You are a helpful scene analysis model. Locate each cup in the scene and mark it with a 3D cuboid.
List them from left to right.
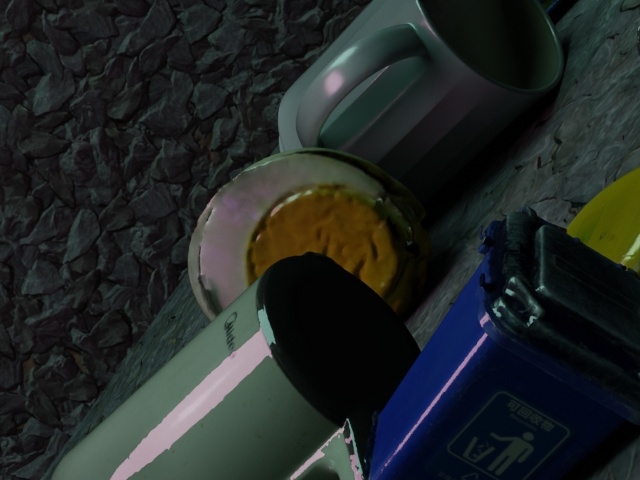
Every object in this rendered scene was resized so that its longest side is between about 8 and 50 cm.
[{"bbox_3d":[0.087,-0.174,1.858,0.323,0.237,0.327,-15,-20,-47],"label":"cup"}]

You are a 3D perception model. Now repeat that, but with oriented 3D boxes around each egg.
[{"bbox_3d":[-0.004,-0.002,1.804,0.286,0.264,0.174,-50,7,27],"label":"egg"}]

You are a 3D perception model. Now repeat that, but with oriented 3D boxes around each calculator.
[{"bbox_3d":[0.265,-0.007,1.307,0.146,0.032,0.235,-60,11,-23],"label":"calculator"}]

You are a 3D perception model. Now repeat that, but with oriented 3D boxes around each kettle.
[{"bbox_3d":[-0.073,0.248,1.526,0.377,0.250,0.361,-45,35,29],"label":"kettle"}]

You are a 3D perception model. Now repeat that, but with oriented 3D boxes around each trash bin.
[{"bbox_3d":[0.146,0.110,1.175,0.234,0.162,0.184,-55,10,29],"label":"trash bin"}]

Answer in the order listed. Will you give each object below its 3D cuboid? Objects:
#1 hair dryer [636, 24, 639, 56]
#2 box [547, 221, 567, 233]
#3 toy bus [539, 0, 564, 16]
[{"bbox_3d":[0.326,-0.171,1.065,0.301,0.121,0.361,-33,-4,42],"label":"hair dryer"},{"bbox_3d":[0.186,0.060,1.357,0.090,0.023,0.133,130,158,-62],"label":"box"},{"bbox_3d":[0.288,-0.409,1.971,0.288,0.175,0.138,-46,14,35],"label":"toy bus"}]
